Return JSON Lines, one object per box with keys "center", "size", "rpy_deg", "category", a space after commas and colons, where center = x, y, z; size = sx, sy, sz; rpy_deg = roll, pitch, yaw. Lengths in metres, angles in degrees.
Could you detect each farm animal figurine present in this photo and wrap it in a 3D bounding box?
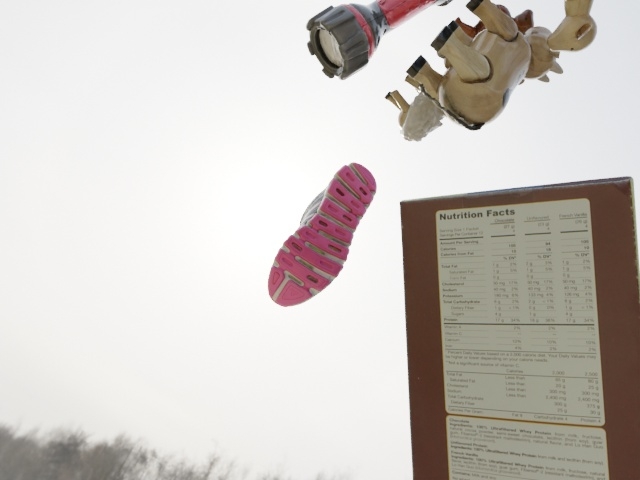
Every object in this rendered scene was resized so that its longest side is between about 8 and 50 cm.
{"center": [0.271, -0.277, 0.716], "size": [0.172, 0.327, 0.330], "rpy_deg": [43, -7, -4], "category": "farm animal figurine"}

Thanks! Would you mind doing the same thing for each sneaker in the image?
{"center": [0.000, 0.000, 0.537], "size": [0.063, 0.170, 0.075], "rpy_deg": [32, -22, -3], "category": "sneaker"}

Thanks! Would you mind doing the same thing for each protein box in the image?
{"center": [0.154, 0.071, 0.391], "size": [0.135, 0.201, 0.200], "rpy_deg": [-3, -4, 25], "category": "protein box"}

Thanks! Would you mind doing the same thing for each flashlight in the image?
{"center": [0.121, -0.363, 0.796], "size": [0.103, 0.304, 0.103], "rpy_deg": [46, -17, 26], "category": "flashlight"}
